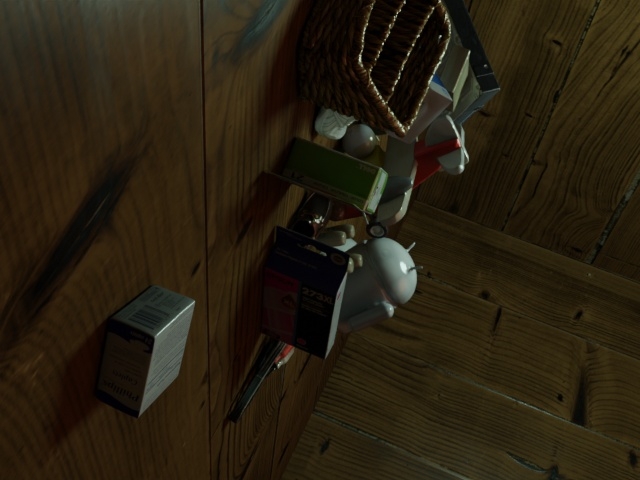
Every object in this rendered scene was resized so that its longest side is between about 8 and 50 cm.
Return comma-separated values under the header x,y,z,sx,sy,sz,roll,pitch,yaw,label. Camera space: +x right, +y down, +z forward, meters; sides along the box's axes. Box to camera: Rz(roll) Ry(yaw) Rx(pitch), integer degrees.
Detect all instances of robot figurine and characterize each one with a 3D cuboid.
x,y,z,sx,sy,sz,roll,pitch,yaw,label
0.111,0.120,2.190,0.200,0.354,0.300,50,17,-41,robot figurine

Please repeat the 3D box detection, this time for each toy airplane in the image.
x,y,z,sx,sy,sz,roll,pitch,yaw,label
0.182,-0.207,2.050,0.384,0.272,0.386,-54,-160,-7,toy airplane

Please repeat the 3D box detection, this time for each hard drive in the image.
x,y,z,sx,sy,sz,roll,pitch,yaw,label
0.326,-0.483,2.082,0.064,0.338,0.237,-17,170,-20,hard drive

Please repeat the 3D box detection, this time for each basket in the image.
x,y,z,sx,sy,sz,roll,pitch,yaw,label
0.114,-0.383,1.479,0.213,0.223,0.299,92,23,-62,basket

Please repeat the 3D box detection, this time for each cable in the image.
x,y,z,sx,sy,sz,roll,pitch,yaw,label
-0.133,0.340,2.042,0.139,0.072,0.287,-55,-174,50,cable

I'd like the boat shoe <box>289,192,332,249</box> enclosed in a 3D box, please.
x,y,z,sx,sy,sz,roll,pitch,yaw,label
-0.030,-0.033,1.857,0.073,0.073,0.207,83,30,-73,boat shoe

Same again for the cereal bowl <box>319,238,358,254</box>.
x,y,z,sx,sy,sz,roll,pitch,yaw,label
0.049,0.154,2.462,0.339,0.141,0.338,21,90,-79,cereal bowl

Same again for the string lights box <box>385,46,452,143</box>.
x,y,z,sx,sy,sz,roll,pitch,yaw,label
0.161,-0.343,1.680,0.133,0.077,0.259,-44,-133,30,string lights box

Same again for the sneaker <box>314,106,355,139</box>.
x,y,z,sx,sy,sz,roll,pitch,yaw,label
0.053,-0.271,1.679,0.232,0.115,0.090,85,29,-68,sneaker

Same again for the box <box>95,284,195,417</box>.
x,y,z,sx,sy,sz,roll,pitch,yaw,label
-0.244,0.152,1.125,0.126,0.072,0.137,-47,156,-64,box

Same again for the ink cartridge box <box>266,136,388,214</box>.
x,y,z,sx,sy,sz,roll,pitch,yaw,label
0.020,-0.132,1.584,0.255,0.189,0.097,8,104,-79,ink cartridge box

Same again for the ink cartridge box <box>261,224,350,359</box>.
x,y,z,sx,sy,sz,roll,pitch,yaw,label
-0.041,0.128,1.834,0.371,0.176,0.069,99,17,-50,ink cartridge box

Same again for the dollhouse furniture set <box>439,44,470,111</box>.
x,y,z,sx,sy,sz,roll,pitch,yaw,label
0.220,-0.411,1.905,0.161,0.242,0.212,46,65,-78,dollhouse furniture set

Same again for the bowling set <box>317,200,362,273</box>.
x,y,z,sx,sy,sz,roll,pitch,yaw,label
0.000,0.000,1.989,0.287,0.154,0.199,-20,107,-74,bowling set
